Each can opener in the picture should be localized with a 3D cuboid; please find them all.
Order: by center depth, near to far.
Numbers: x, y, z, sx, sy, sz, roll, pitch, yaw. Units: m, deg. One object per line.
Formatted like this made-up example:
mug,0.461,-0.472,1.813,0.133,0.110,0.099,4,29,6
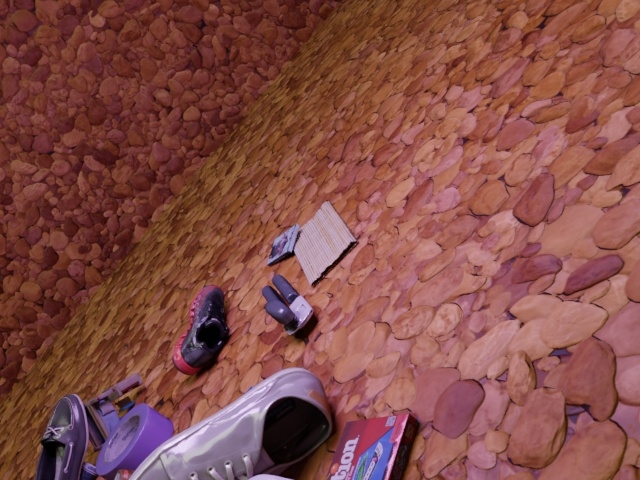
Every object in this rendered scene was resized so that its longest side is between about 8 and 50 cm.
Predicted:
can opener,-0.089,0.130,1.597,0.076,0.095,0.283,-48,22,-1

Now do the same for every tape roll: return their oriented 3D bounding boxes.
tape roll,-0.441,0.489,1.684,0.189,0.080,0.189,-39,24,21

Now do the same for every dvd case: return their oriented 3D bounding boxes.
dvd case,-0.099,0.013,1.883,0.119,0.013,0.087,-31,36,51

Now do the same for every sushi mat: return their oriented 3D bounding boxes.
sushi mat,0.000,0.000,1.749,0.151,0.019,0.316,-47,22,7

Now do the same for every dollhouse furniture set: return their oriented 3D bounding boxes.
dollhouse furniture set,-0.536,0.453,1.912,0.129,0.129,0.183,-30,-1,38

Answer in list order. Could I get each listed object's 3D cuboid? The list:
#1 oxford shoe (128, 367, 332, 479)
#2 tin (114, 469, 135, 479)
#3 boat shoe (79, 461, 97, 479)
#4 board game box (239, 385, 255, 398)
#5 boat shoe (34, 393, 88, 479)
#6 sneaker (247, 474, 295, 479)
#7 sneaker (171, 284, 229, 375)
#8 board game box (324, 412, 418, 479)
oxford shoe,-0.161,0.380,1.165,0.449,0.169,0.130,-36,26,-15
tin,-0.426,0.569,1.480,0.106,0.040,0.190,-134,60,-73
boat shoe,-0.653,0.624,1.876,0.183,0.065,0.083,-14,41,53
board game box,-0.183,0.400,1.407,0.201,0.035,0.136,-46,22,5
boat shoe,-0.658,0.553,1.777,0.112,0.095,0.335,-11,70,28
sneaker,-0.068,0.419,0.997,0.256,0.094,0.151,-21,26,46
sneaker,-0.285,0.213,1.825,0.135,0.097,0.276,-33,29,35
board game box,0.045,0.384,1.020,0.145,0.027,0.281,-25,32,47
